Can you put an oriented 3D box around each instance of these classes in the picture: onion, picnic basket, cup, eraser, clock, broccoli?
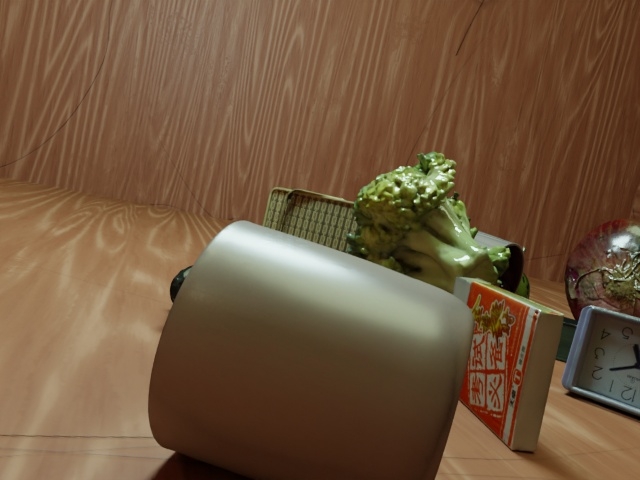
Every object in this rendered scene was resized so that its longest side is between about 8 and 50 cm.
[{"bbox_3d":[0.809,0.120,1.539,0.354,0.353,0.353,12,5,-1],"label":"onion"},{"bbox_3d":[0.000,0.000,1.492,0.313,0.227,0.175,16,3,32],"label":"picnic basket"},{"bbox_3d":[0.308,0.084,1.443,0.273,0.288,0.208,26,-31,41],"label":"cup"},{"bbox_3d":[0.215,0.139,0.747,0.038,0.157,0.230,8,5,-10],"label":"eraser"},{"bbox_3d":[0.483,0.191,0.898,0.194,0.144,0.073,15,0,39],"label":"clock"},{"bbox_3d":[0.005,0.118,0.496,0.201,0.191,0.252,16,-27,12],"label":"cup"},{"bbox_3d":[0.209,0.024,1.045,0.294,0.347,0.281,5,17,-18],"label":"broccoli"}]

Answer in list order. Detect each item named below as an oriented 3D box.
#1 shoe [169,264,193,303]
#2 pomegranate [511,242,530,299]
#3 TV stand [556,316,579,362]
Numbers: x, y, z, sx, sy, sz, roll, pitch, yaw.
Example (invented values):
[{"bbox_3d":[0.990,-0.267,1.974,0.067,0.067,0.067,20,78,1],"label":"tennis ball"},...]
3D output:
[{"bbox_3d":[-0.176,0.079,0.925,0.112,0.099,0.228,7,-2,26],"label":"shoe"},{"bbox_3d":[0.477,0.103,1.581,0.180,0.209,0.180,27,6,-3],"label":"pomegranate"},{"bbox_3d":[0.525,0.208,1.207,0.270,0.082,0.088,15,4,25],"label":"TV stand"}]
